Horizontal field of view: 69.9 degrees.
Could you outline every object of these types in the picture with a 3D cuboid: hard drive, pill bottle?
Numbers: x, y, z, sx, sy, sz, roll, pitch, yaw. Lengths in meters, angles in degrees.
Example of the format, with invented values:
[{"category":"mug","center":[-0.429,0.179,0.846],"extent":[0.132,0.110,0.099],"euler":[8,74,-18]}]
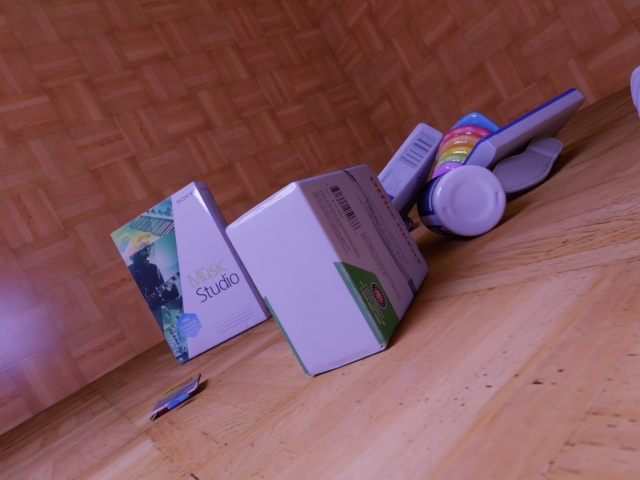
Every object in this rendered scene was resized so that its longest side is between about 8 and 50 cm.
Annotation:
[{"category":"hard drive","center":[0.367,-0.165,0.901],"extent":[0.318,0.040,0.210],"euler":[-30,-23,-31]},{"category":"pill bottle","center":[0.194,-0.054,0.671],"extent":[0.094,0.094,0.169],"euler":[-29,1,0]}]

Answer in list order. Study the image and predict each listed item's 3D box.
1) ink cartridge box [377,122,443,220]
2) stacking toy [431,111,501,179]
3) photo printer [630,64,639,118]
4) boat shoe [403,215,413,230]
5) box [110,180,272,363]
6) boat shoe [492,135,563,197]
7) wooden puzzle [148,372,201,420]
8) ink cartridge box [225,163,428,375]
[{"category":"ink cartridge box","center":[0.098,-0.032,0.710],"extent":[0.223,0.045,0.224],"euler":[-52,-15,-19]},{"category":"stacking toy","center":[0.321,-0.146,1.058],"extent":[0.302,0.165,0.175],"euler":[-51,0,-40]},{"category":"photo printer","center":[0.354,-0.141,0.271],"extent":[0.256,0.107,0.307],"euler":[-28,1,22]},{"category":"boat shoe","center":[0.209,-0.040,1.158],"extent":[0.049,0.042,0.133],"euler":[-54,-5,11]},{"category":"box","center":[-0.273,0.069,0.971],"extent":[0.232,0.322,0.058],"euler":[-29,-2,13]},{"category":"boat shoe","center":[0.355,-0.113,0.791],"extent":[0.206,0.075,0.065],"euler":[-36,-37,-33]},{"category":"wooden puzzle","center":[-0.190,0.208,0.609],"extent":[0.078,0.014,0.116],"euler":[-33,1,-5]},{"category":"ink cartridge box","center":[0.024,0.013,0.466],"extent":[0.086,0.153,0.208],"euler":[-30,0,26]}]
